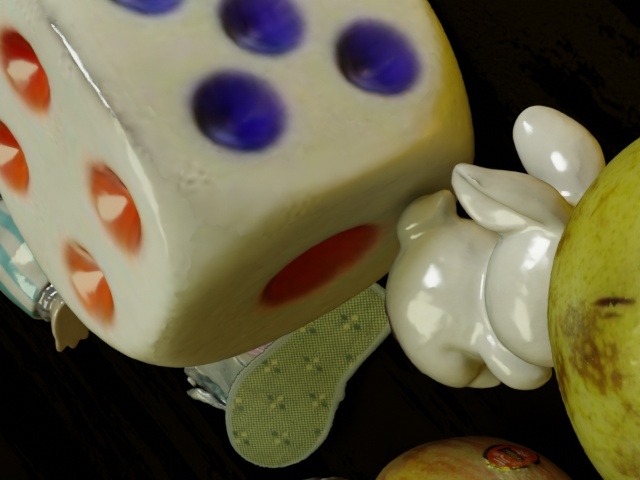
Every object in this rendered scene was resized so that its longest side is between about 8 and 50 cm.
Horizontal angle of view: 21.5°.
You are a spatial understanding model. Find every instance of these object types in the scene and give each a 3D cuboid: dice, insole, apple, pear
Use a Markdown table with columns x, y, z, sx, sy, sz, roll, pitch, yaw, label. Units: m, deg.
| x | y | z | sx | sy | sz | roll | pitch | yaw | label |
| --- | --- | --- | --- | --- | --- | --- | --- | --- | --- |
| -0.080 | -0.096 | 1.336 | 0.304 | 0.304 | 0.277 | 55 | 149 | 16 | dice |
| -0.014 | 0.130 | 1.617 | 0.109 | 0.007 | 0.322 | 33 | 136 | -2 | insole |
| 0.123 | 0.261 | 1.370 | 0.188 | 0.211 | 0.211 | 27 | 134 | 34 | apple |
| 0.265 | 0.047 | 0.936 | 0.283 | 0.283 | 0.284 | 38 | 141 | 39 | pear |

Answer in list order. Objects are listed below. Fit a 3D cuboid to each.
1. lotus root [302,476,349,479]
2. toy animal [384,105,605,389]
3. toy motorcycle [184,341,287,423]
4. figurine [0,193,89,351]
| x | y | z | sx | sy | sz | roll | pitch | yaw | label |
| --- | --- | --- | --- | --- | --- | --- | --- | --- | --- |
| 0.023 | 0.375 | 1.599 | 0.192 | 0.272 | 0.272 | 28 | 135 | 33 | lotus root |
| 0.138 | 0.018 | 1.233 | 0.178 | 0.127 | 0.193 | 58 | 141 | 5 | toy animal |
| -0.092 | 0.070 | 1.692 | 0.239 | 0.108 | 0.204 | 17 | 134 | 20 | toy motorcycle |
| -0.312 | -0.142 | 1.734 | 0.361 | 0.266 | 0.378 | 42 | 144 | 26 | figurine |
